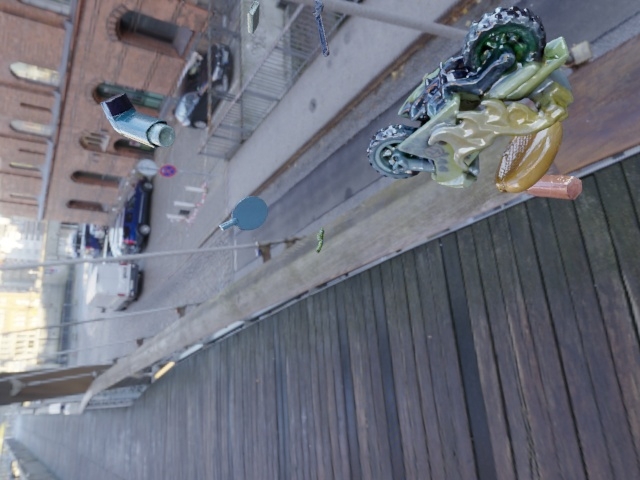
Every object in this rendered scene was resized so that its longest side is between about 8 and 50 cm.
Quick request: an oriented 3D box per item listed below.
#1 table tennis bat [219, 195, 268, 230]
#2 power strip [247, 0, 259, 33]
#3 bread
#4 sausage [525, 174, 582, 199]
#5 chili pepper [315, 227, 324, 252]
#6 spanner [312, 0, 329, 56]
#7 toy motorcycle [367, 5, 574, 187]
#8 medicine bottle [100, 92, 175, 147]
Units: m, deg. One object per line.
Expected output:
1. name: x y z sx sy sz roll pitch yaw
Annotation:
1. table tennis bat: -0.227 -0.071 1.432 0.019 0.155 0.100 21 138 60
2. power strip: -0.203 -0.673 1.463 0.136 0.019 0.051 148 145 -80
3. bread: 0.428 -0.171 0.985 0.189 0.077 0.114 -62 29 -2
4. sausage: 0.626 -0.151 1.327 0.169 0.065 0.065 20 102 63
5. chili pepper: 0.000 0.000 1.543 0.022 0.027 0.083 -4 71 50
6. spanner: 0.006 -0.805 1.828 0.046 0.012 0.208 -9 97 22
7. toy motorcycle: 0.271 -0.226 0.891 0.410 0.237 0.168 -45 34 51
8. medicine bottle: -0.533 -0.347 1.418 0.258 0.079 0.124 26 139 31
